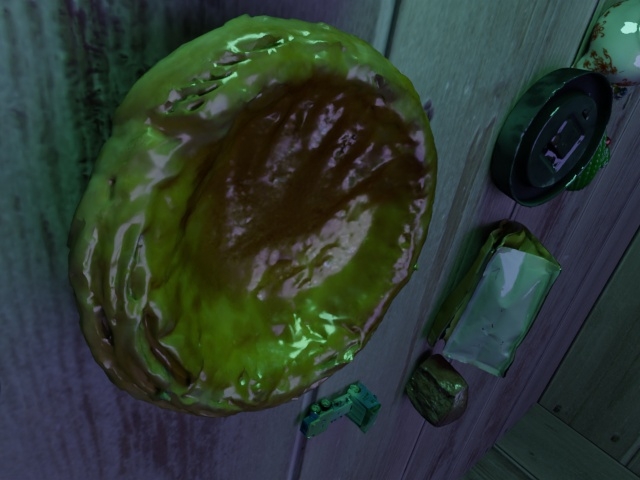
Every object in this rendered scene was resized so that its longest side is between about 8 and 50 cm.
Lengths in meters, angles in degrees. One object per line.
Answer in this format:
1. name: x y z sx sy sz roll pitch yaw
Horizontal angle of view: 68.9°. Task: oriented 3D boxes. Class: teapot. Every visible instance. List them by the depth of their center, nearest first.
1. teapot: 0.613 -0.388 0.904 0.246 0.159 0.116 -25 177 -13

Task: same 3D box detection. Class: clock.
1. clock: 0.454 -0.199 0.917 0.281 0.055 0.280 -20 131 -24

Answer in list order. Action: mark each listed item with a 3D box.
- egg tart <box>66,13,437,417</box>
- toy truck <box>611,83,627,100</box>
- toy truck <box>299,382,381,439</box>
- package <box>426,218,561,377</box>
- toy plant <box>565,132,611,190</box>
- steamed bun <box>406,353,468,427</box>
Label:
1. egg tart: -0.049 -0.012 0.456 0.388 0.169 0.387 -24 129 -34
2. toy truck: 0.627 -0.351 1.001 0.076 0.077 0.111 -27 135 -32
3. toy truck: 0.043 0.346 0.915 0.175 0.081 0.067 -7 121 -45
4. package: 0.367 0.121 1.066 0.165 0.221 0.311 12 118 -9
5. toy plant: 0.583 -0.216 1.058 0.155 0.088 0.240 -35 130 8
6. steamed bun: 0.291 0.382 1.165 0.107 0.144 0.175 -10 130 -25
